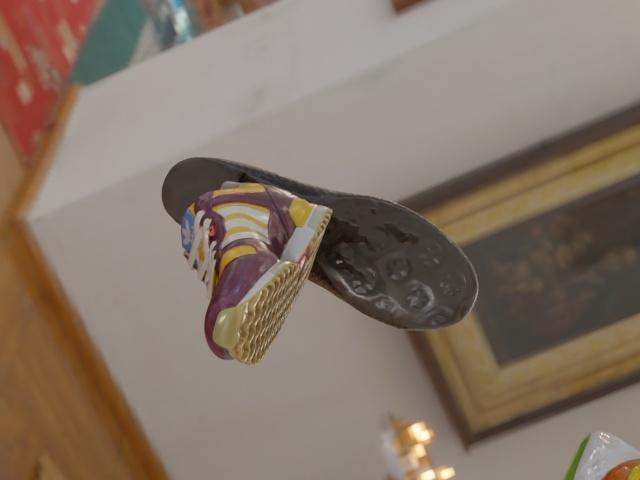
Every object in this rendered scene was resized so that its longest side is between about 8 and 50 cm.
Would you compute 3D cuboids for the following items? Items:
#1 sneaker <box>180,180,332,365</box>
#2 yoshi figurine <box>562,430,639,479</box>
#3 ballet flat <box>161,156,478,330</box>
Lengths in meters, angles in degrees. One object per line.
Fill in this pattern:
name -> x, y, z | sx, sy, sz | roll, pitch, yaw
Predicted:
sneaker -> -0.054, 0.015, 0.944 | 0.185, 0.084, 0.070 | -54, 164, -68
yoshi figurine -> 0.124, 0.251, 0.837 | 0.203, 0.203, 0.362 | 52, -35, 6
ballet flat -> 0.000, 0.000, 1.140 | 0.058, 0.250, 0.084 | 33, 76, -75
